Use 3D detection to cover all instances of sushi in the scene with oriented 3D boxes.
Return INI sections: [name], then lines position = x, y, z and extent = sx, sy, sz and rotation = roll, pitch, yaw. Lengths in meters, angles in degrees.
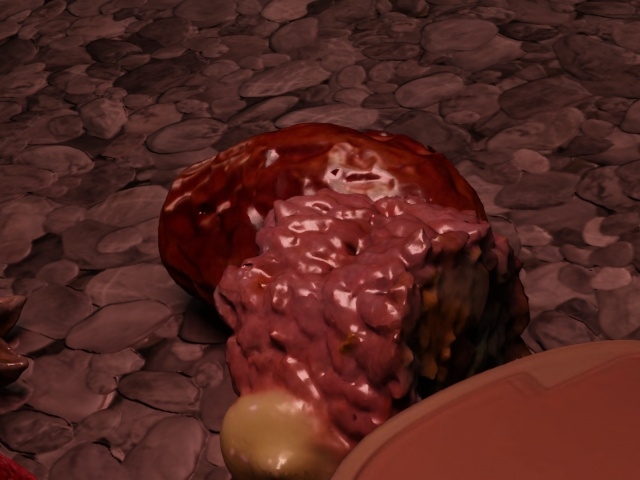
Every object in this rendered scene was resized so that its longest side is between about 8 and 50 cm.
[sushi]
position = 0.026, 0.098, 0.879
extent = 0.171, 0.270, 0.236
rotation = 11, 31, 26

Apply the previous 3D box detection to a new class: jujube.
[jujube]
position = 0.000, 0.000, 1.098
extent = 0.290, 0.197, 0.197
rotation = 2, 33, 37

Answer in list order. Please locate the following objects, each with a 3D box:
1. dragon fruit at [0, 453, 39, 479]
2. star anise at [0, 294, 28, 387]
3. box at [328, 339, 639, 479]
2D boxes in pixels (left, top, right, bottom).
[dragon fruit]
position = -0.200, 0.232, 0.822
extent = 0.262, 0.163, 0.189
rotation = 43, 30, 7
[star anise]
position = -0.348, 0.091, 1.131
extent = 0.212, 0.073, 0.197
rotation = -6, 37, -3
[box]
position = 0.156, 0.223, 0.716
extent = 0.301, 0.216, 0.301
rotation = -6, 36, 4
